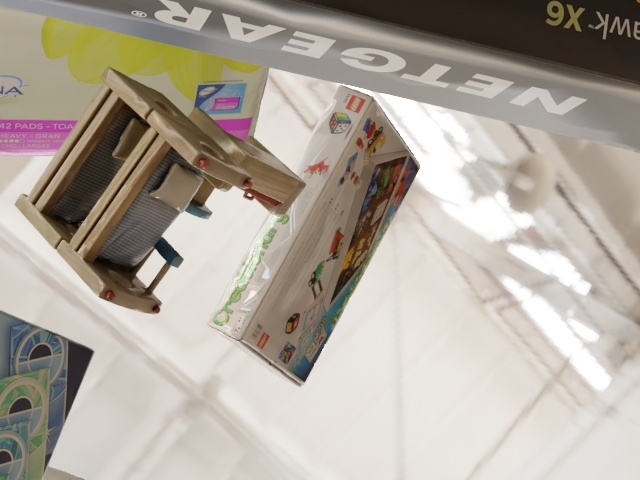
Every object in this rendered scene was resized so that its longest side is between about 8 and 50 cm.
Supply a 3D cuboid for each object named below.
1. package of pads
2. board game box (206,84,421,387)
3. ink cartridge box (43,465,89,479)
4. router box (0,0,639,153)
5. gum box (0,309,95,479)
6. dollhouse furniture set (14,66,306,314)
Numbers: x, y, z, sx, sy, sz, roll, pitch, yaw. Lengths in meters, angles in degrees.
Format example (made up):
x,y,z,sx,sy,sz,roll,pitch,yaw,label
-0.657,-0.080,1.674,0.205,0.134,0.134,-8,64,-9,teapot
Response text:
x,y,z,sx,sy,sz,roll,pitch,yaw,label
-0.183,-0.173,1.209,0.296,0.101,0.229,-2,-38,-16,package of pads
0.000,0.000,1.662,0.305,0.053,0.193,-61,-27,-10,board game box
-0.203,0.252,1.066,0.218,0.092,0.158,22,-121,-6,ink cartridge box
0.029,-0.187,0.591,0.309,0.081,0.243,11,-103,-14,router box
-0.169,0.078,0.462,0.184,0.041,0.157,33,-105,-54,gum box
-0.104,-0.021,1.130,0.129,0.129,0.183,-54,-36,10,dollhouse furniture set
